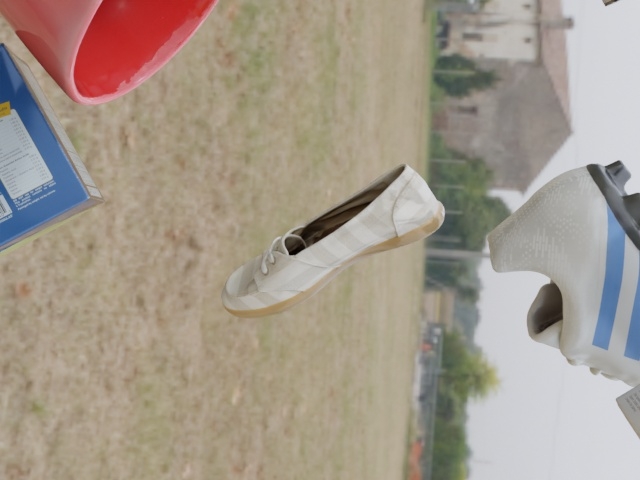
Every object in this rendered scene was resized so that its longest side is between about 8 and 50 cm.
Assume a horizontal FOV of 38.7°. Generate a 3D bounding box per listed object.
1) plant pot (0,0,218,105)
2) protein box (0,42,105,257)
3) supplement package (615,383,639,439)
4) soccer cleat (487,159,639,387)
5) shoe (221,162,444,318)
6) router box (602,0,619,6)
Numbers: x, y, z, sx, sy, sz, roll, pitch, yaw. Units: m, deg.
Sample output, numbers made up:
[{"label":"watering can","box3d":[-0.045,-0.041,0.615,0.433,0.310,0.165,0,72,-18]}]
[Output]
[{"label":"plant pot","box3d":[-0.253,-0.321,0.950,0.275,0.243,0.275,-49,176,-5]},{"label":"protein box","box3d":[-0.398,-0.089,1.071,0.201,0.200,0.136,61,-5,-3]},{"label":"supplement package","box3d":[0.377,0.148,0.586,0.199,0.263,0.198,56,9,-8]},{"label":"soccer cleat","box3d":[0.268,0.075,0.789,0.331,0.143,0.116,48,23,-23]},{"label":"shoe","box3d":[0.000,0.000,0.805,0.058,0.219,0.076,55,17,-30]},{"label":"router box","box3d":[0.323,-0.316,0.837,0.046,0.179,0.133,-72,137,-81]}]
